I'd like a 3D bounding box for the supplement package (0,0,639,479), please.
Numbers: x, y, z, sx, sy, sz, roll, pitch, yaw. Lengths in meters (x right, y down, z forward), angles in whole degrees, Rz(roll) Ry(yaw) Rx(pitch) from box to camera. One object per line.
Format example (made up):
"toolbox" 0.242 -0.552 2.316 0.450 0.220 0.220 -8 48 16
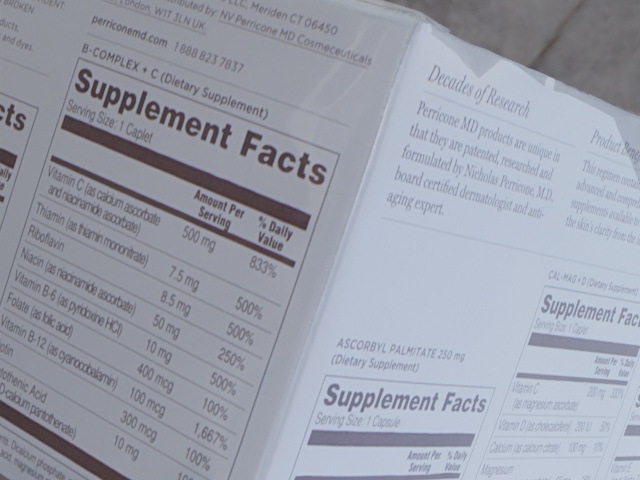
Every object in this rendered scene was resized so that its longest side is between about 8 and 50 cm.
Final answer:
"supplement package" 0.000 0.000 0.481 0.262 0.204 0.145 12 99 -54
